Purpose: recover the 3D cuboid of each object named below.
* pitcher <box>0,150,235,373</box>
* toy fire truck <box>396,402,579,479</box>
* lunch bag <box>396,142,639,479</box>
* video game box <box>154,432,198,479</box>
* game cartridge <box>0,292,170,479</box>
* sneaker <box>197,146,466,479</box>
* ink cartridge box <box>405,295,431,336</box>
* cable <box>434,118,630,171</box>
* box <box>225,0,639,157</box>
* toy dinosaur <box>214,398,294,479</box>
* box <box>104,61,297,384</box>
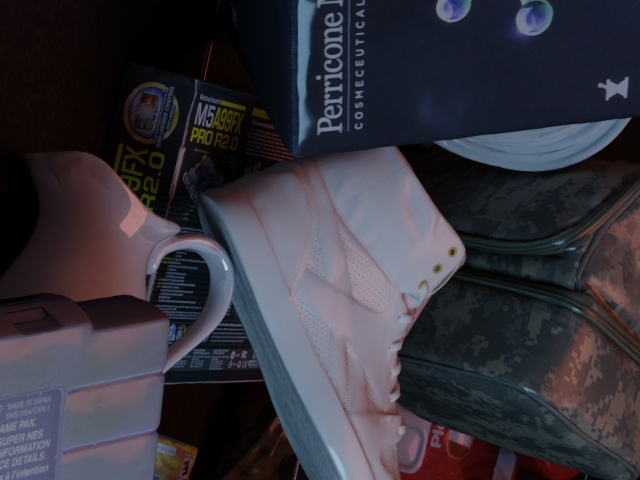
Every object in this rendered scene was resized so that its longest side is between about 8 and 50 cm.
[{"bbox_3d":[-0.142,0.070,1.267,0.178,0.125,0.207,27,71,-35],"label":"pitcher"},{"bbox_3d":[0.117,0.223,1.961,0.254,0.169,0.302,20,84,-42],"label":"toy fire truck"},{"bbox_3d":[0.176,0.036,1.747,0.212,0.305,0.256,39,72,-38],"label":"lunch bag"},{"bbox_3d":[-0.172,0.216,1.415,0.205,0.048,0.187,31,77,-66],"label":"video game box"},{"bbox_3d":[-0.243,0.153,1.073,0.355,0.068,0.230,-8,109,-42],"label":"game cartridge"},{"bbox_3d":[0.044,0.069,1.395,0.169,0.108,0.292,-25,106,-18],"label":"sneaker"},{"bbox_3d":[0.021,0.035,1.533,0.143,0.090,0.092,-56,150,-37],"label":"ink cartridge box"},{"bbox_3d":[0.152,-0.182,1.644,0.089,0.257,0.257,-64,154,-51],"label":"cable"},{"bbox_3d":[0.143,-0.251,1.368,0.212,0.395,0.293,-116,-159,-56],"label":"box"},{"bbox_3d":[-0.055,0.190,1.636,0.268,0.064,0.118,-49,165,-16],"label":"toy dinosaur"},{"bbox_3d":[-0.080,-0.005,1.473,0.270,0.060,0.216,6,97,-67],"label":"box"}]
